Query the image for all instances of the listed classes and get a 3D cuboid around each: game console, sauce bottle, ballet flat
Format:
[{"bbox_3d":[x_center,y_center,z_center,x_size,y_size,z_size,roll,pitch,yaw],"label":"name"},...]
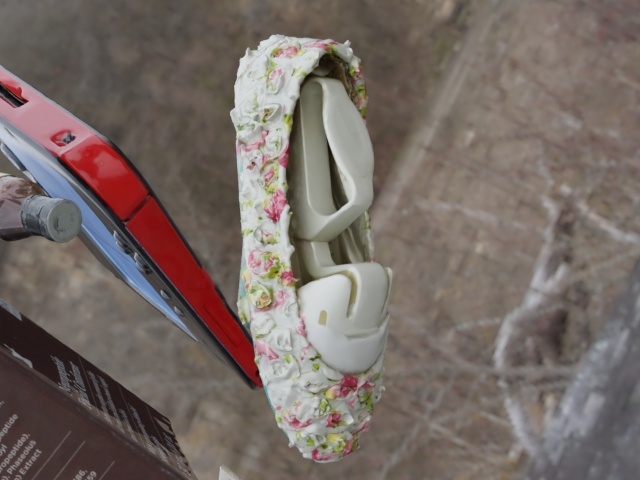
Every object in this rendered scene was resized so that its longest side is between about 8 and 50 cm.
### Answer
[{"bbox_3d":[-0.230,-0.019,1.592,0.060,0.342,0.386,-40,38,-13],"label":"game console"},{"bbox_3d":[-0.195,-0.021,0.912,0.128,0.042,0.042,12,76,45],"label":"sauce bottle"},{"bbox_3d":[0.000,0.000,0.812,0.077,0.091,0.241,-15,82,49],"label":"ballet flat"}]

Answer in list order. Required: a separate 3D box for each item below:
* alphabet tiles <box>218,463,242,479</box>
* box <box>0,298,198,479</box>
[{"bbox_3d":[-0.029,0.362,1.491,0.009,0.237,0.198,-26,-41,-36],"label":"alphabet tiles"},{"bbox_3d":[-0.273,0.095,1.014,0.143,0.381,0.191,-53,18,0],"label":"box"}]
